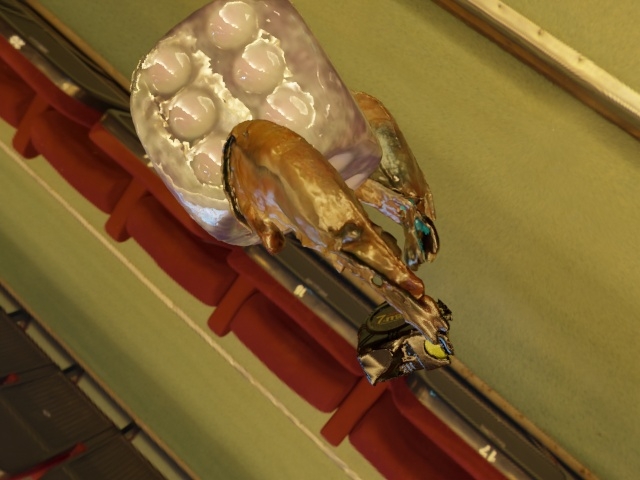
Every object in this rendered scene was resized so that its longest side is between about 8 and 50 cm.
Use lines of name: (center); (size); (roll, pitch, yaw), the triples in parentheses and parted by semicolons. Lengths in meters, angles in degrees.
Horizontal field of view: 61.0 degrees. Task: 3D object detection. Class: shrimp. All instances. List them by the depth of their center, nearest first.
shrimp: (0.007, -0.005, 0.451); (0.262, 0.066, 0.117); (48, 147, 26)
shrimp: (0.106, -0.141, 1.125); (0.221, 0.110, 0.446); (-25, 69, -15)

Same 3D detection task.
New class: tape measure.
tape measure: (0.171, 0.189, 1.077); (0.198, 0.186, 0.112); (-19, 109, 16)

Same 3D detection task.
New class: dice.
dice: (-0.087, -0.168, 0.800); (0.270, 0.271, 0.270); (-32, 78, 9)
